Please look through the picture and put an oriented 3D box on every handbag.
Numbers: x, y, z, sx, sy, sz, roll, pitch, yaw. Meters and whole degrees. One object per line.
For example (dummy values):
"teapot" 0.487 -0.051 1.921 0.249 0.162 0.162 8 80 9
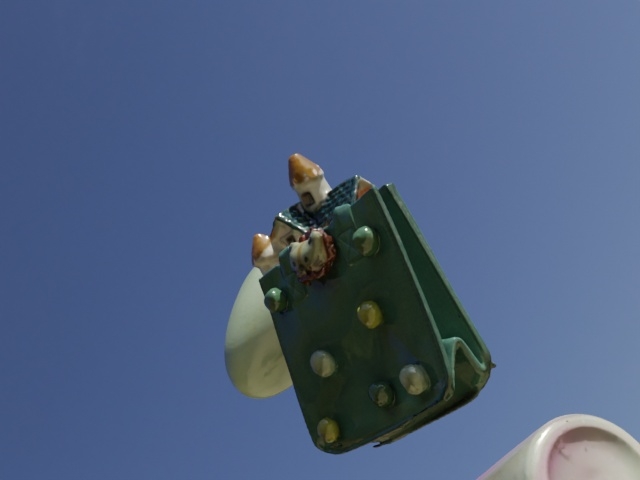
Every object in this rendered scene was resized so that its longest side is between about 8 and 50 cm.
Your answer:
"handbag" 0.045 0.107 1.300 0.100 0.274 0.269 -13 -16 -40

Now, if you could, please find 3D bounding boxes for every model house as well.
"model house" 0.000 0.000 1.807 0.271 0.301 0.190 -31 -3 43

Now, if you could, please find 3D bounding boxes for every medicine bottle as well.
"medicine bottle" 0.310 0.425 1.584 0.219 0.219 0.388 -32 -16 -37

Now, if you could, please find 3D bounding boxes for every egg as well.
"egg" -0.080 0.169 2.347 0.371 0.230 0.230 -63 -29 -14
